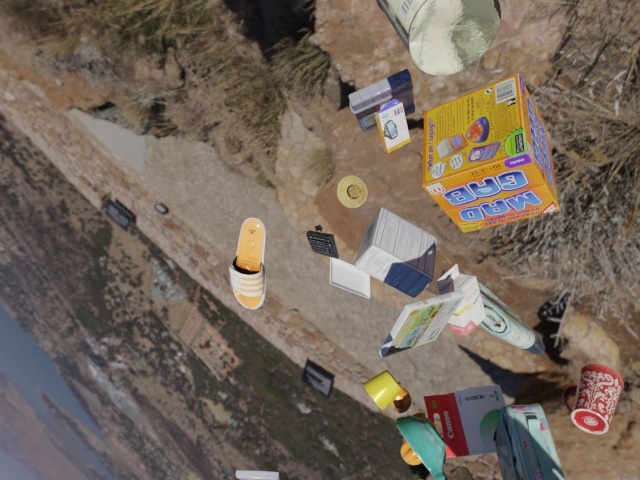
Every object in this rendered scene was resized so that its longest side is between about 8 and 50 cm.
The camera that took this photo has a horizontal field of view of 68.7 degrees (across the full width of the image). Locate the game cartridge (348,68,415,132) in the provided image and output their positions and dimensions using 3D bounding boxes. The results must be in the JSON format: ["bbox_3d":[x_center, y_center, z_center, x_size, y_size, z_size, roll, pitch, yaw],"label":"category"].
[{"bbox_3d":[0.238,-0.506,1.757,0.230,0.355,0.068,-26,82,11],"label":"game cartridge"}]

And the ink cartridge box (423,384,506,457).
[{"bbox_3d":[0.430,0.520,1.350,0.225,0.181,0.056,-3,146,-5],"label":"ink cartridge box"}]

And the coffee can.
[{"bbox_3d":[0.254,-0.538,1.065,0.201,0.201,0.275,110,153,-47],"label":"coffee can"}]

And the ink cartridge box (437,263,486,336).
[{"bbox_3d":[0.447,0.187,1.482,0.067,0.115,0.198,8,127,52],"label":"ink cartridge box"}]

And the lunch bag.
[{"bbox_3d":[0.493,0.537,1.106,0.108,0.279,0.224,-7,130,7],"label":"lunch bag"}]

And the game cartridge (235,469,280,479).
[{"bbox_3d":[-0.122,0.461,0.916,0.083,0.017,0.056,2,145,1],"label":"game cartridge"}]

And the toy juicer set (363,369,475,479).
[{"bbox_3d":[0.219,0.439,1.001,0.329,0.089,0.209,50,179,29],"label":"toy juicer set"}]

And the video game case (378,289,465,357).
[{"bbox_3d":[0.288,0.239,1.337,0.026,0.206,0.227,58,145,35],"label":"video game case"}]

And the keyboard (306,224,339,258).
[{"bbox_3d":[0.000,0.000,1.481,0.180,0.023,0.108,11,118,63],"label":"keyboard"}]

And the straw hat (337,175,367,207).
[{"bbox_3d":[0.147,-0.205,1.979,0.144,0.061,0.144,6,101,33],"label":"straw hat"}]

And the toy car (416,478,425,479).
[{"bbox_3d":[0.207,0.716,1.117,0.053,0.239,0.225,56,175,-15],"label":"toy car"}]

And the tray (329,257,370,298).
[{"bbox_3d":[0.137,0.182,2.255,0.270,0.145,0.030,24,145,-35],"label":"tray"}]

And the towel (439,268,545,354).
[{"bbox_3d":[0.655,0.265,1.792,0.090,0.320,0.374,-54,38,15],"label":"towel"}]

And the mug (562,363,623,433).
[{"bbox_3d":[0.770,0.460,1.328,0.113,0.169,0.150,33,137,17],"label":"mug"}]

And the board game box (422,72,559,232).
[{"bbox_3d":[0.614,-0.297,1.703,0.356,0.356,0.356,-15,144,36],"label":"board game box"}]

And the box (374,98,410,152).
[{"bbox_3d":[0.202,-0.326,1.320,0.028,0.081,0.136,39,153,57],"label":"box"}]

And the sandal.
[{"bbox_3d":[-0.207,0.070,1.297,0.102,0.076,0.265,7,104,13],"label":"sandal"}]

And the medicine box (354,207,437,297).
[{"bbox_3d":[0.320,0.049,1.939,0.289,0.263,0.149,29,132,-7],"label":"medicine box"}]
